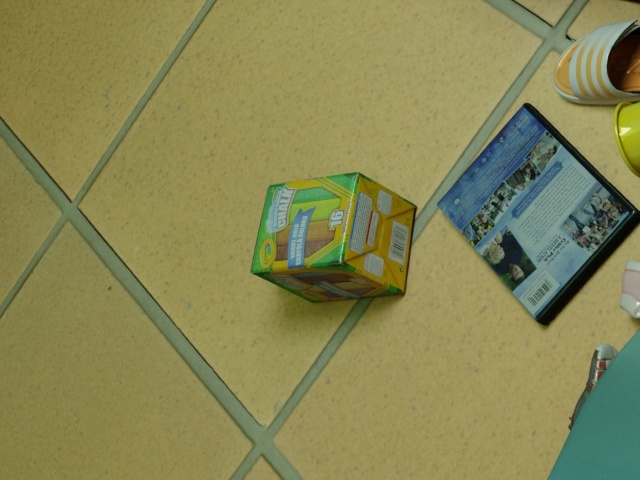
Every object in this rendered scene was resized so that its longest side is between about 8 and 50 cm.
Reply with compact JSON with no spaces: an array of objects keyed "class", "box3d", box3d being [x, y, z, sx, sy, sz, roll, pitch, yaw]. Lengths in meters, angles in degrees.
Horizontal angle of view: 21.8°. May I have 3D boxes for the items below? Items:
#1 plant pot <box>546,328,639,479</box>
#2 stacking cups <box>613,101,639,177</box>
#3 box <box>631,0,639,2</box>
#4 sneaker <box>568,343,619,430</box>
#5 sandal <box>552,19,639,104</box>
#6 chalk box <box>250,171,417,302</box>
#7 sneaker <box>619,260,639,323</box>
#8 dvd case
[{"class":"plant pot","box3d":[0.373,0.212,1.747,0.166,0.165,0.234,9,69,45]},{"class":"stacking cups","box3d":[0.488,-0.152,1.861,0.316,0.096,0.096,-16,60,36]},{"class":"box","box3d":[0.320,-0.432,1.990,0.343,0.312,0.179,22,86,46]},{"class":"sneaker","box3d":[0.306,0.194,1.889,0.065,0.061,0.158,-12,62,47]},{"class":"sandal","box3d":[0.381,-0.221,2.001,0.265,0.076,0.102,7,75,45]},{"class":"chalk box","box3d":[0.000,0.000,2.214,0.213,0.132,0.132,-8,65,41]},{"class":"sneaker","box3d":[0.393,0.066,1.874,0.134,0.051,0.070,10,79,49]},{"class":"dvd case","box3d":[0.267,-0.037,2.062,0.180,0.022,0.253,-49,45,13]}]
